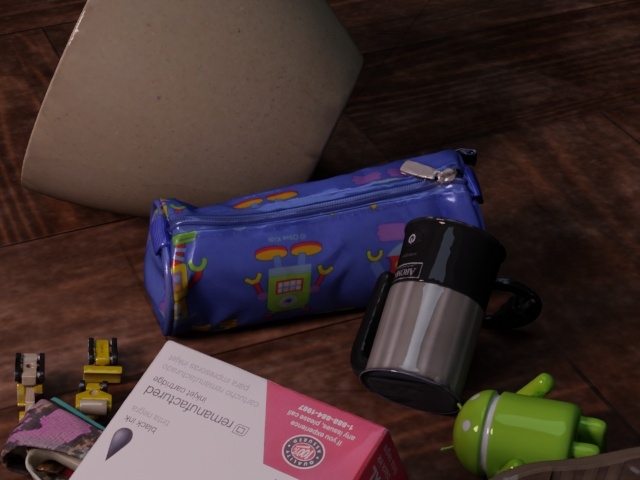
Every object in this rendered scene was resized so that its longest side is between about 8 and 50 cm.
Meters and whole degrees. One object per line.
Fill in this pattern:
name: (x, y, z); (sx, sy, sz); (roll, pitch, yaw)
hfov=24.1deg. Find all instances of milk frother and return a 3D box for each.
milk frother: (0.109, 0.075, 1.192); (0.143, 0.129, 0.134); (23, 69, -10)

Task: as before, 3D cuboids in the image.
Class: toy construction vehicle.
toy construction vehicle: (-0.202, 0.118, 1.203); (0.086, 0.035, 0.098); (0, 30, -12)

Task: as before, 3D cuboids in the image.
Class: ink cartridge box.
ink cartridge box: (-0.078, 0.202, 0.910); (0.172, 0.100, 0.237); (19, 60, 28)

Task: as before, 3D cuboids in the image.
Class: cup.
cup: (-0.100, -0.146, 1.403); (0.237, 0.331, 0.331); (26, 33, -4)

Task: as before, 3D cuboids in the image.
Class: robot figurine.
robot figurine: (0.149, 0.146, 1.090); (0.115, 0.067, 0.101); (9, 46, 19)

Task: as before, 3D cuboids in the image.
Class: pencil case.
pencil case: (0.000, 0.000, 1.281); (0.306, 0.133, 0.119); (-9, 49, -9)

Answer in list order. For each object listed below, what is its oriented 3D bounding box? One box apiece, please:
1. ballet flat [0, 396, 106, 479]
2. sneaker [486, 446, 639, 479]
ballet flat: (-0.144, 0.176, 1.074); (0.222, 0.077, 0.079); (15, 54, 34)
sneaker: (0.174, 0.191, 1.018); (0.188, 0.066, 0.071); (-14, 39, -15)
